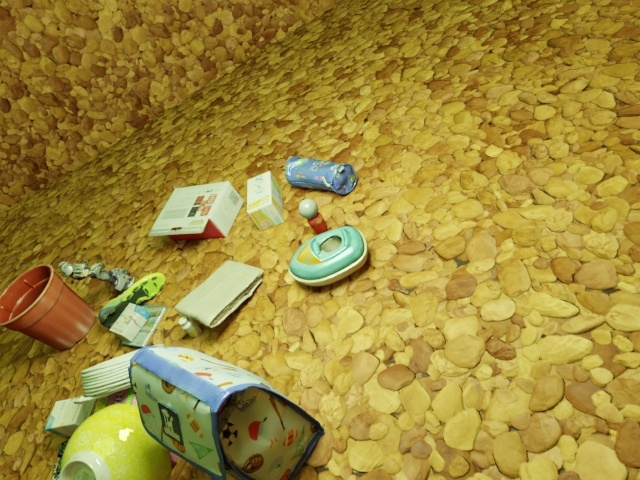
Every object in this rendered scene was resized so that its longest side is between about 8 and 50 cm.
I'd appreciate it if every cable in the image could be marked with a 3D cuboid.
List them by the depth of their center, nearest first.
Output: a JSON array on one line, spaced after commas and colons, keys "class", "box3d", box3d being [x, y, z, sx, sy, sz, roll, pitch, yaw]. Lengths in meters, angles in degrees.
[{"class": "cable", "box3d": [-0.595, 0.396, 1.393, 0.257, 0.257, 0.089, -19, 88, 8]}]

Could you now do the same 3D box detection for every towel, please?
[{"class": "towel", "box3d": [-0.336, 0.174, 1.538, 0.187, 0.049, 0.282, 13, 41, 36]}]

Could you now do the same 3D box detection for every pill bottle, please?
[{"class": "pill bottle", "box3d": [-0.435, 0.286, 1.510, 0.043, 0.083, 0.043, -17, 43, 17]}]

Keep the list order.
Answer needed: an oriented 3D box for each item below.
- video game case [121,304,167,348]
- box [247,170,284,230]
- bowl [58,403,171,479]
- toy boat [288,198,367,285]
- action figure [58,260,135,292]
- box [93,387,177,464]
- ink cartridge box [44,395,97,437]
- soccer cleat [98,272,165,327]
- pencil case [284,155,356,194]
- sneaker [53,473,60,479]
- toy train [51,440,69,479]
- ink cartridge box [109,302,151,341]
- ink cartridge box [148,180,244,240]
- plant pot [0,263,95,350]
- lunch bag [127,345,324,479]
[{"class": "video game case", "box3d": [-0.646, 0.313, 1.664, 0.119, 0.015, 0.166, -1, 50, 31]}, {"class": "box", "box3d": [-0.216, -0.156, 1.777, 0.103, 0.114, 0.203, -20, 43, 11]}, {"class": "bowl", "box3d": [-0.532, 0.565, 1.108, 0.290, 0.156, 0.289, -2, 84, 15]}, {"class": "toy boat", "box3d": [0.000, 0.000, 1.474, 0.267, 0.148, 0.318, -26, 42, 7]}, {"class": "action figure", "box3d": [-0.885, 0.128, 1.782, 0.185, 0.285, 0.099, 11, 80, 39]}, {"class": "box", "box3d": [-0.531, 0.539, 1.303, 0.243, 0.117, 0.213, -20, 43, 15]}, {"class": "ink cartridge box", "box3d": [-0.775, 0.564, 1.446, 0.143, 0.090, 0.092, -15, 45, 17]}, {"class": "soccer cleat", "box3d": [-0.735, 0.215, 1.756, 0.289, 0.093, 0.121, -41, 36, -11]}, {"class": "pencil case", "box3d": [-0.008, -0.250, 1.736, 0.306, 0.119, 0.133, 16, 38, 41]}, {"class": "sneaker", "box3d": [-0.757, 0.732, 1.246, 0.112, 0.131, 0.296, 3, 51, 35]}, {"class": "toy train", "box3d": [-0.801, 0.694, 1.385, 0.036, 0.027, 0.158, -26, 41, 12]}, {"class": "ink cartridge box", "box3d": [-0.694, 0.299, 1.655, 0.089, 0.052, 0.122, 6, 55, 35]}, {"class": "ink cartridge box", "box3d": [-0.519, -0.094, 1.890, 0.309, 0.130, 0.271, -2, 51, 30]}, {"class": "plant pot", "box3d": [-1.046, 0.275, 1.753, 0.272, 0.265, 0.272, -17, 44, 17]}, {"class": "lunch bag", "box3d": [-0.234, 0.402, 1.055, 0.328, 0.385, 0.239, 11, 56, 36]}]
